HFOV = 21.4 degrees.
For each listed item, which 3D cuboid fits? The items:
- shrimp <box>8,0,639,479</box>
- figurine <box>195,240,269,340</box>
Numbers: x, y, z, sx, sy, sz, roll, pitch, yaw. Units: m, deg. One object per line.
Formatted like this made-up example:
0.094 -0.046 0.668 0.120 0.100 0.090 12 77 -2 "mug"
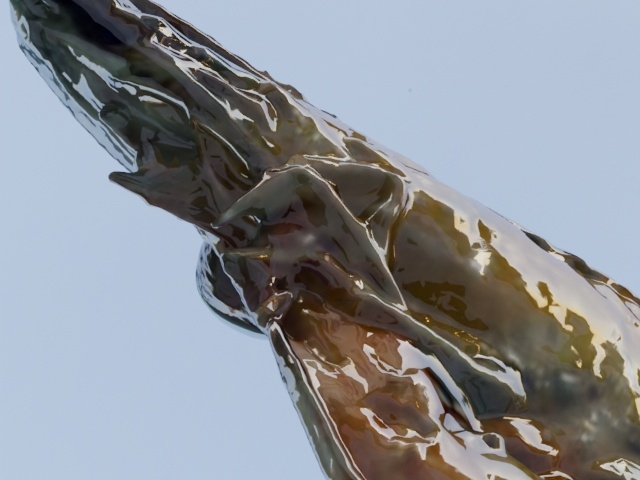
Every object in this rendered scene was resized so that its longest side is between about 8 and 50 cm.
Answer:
0.027 0.033 0.474 0.317 0.164 0.062 38 -61 1 "shrimp"
0.000 0.000 0.588 0.060 0.106 0.047 27 -55 13 "figurine"
